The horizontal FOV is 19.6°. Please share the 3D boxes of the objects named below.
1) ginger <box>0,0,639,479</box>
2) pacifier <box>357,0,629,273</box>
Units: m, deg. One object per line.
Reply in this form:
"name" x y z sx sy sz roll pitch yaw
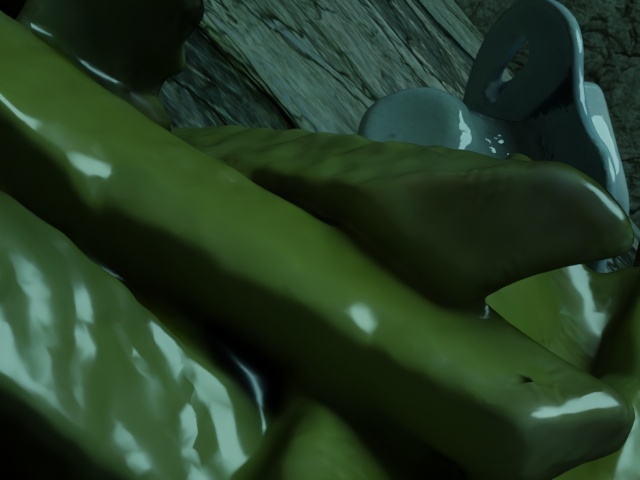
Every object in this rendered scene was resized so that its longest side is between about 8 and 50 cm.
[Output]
"ginger" 0.000 0.000 0.661 0.413 0.211 0.358 37 16 -47
"pacifier" 0.124 -0.056 1.452 0.207 0.227 0.279 6 58 -26
